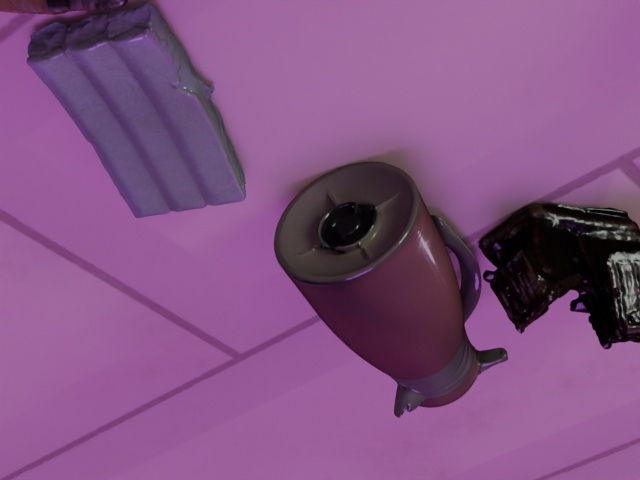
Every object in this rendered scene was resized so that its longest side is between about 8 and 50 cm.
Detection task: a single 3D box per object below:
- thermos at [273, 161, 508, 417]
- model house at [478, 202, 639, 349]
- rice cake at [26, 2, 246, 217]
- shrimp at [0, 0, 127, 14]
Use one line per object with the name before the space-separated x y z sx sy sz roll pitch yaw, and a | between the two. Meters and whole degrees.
thermos | 0.083 0.051 1.257 0.146 0.176 0.265 20 155 42
model house | 0.263 0.052 1.260 0.203 0.164 0.141 3 136 -4
rice cake | -0.153 -0.107 1.126 0.127 0.043 0.237 -11 141 11
shrimp | -0.203 -0.209 0.955 0.317 0.077 0.168 9 167 -4
